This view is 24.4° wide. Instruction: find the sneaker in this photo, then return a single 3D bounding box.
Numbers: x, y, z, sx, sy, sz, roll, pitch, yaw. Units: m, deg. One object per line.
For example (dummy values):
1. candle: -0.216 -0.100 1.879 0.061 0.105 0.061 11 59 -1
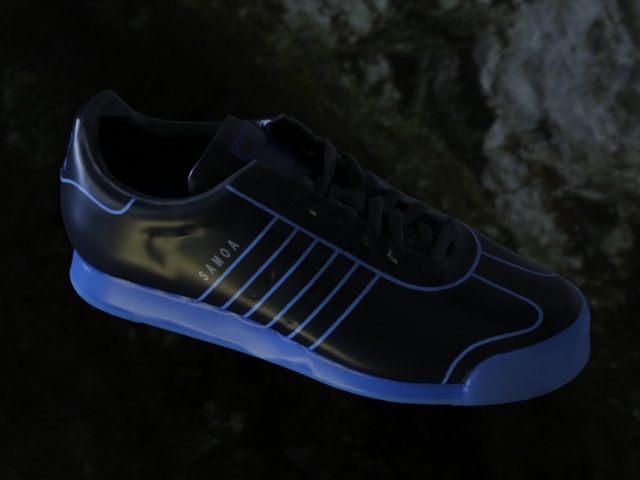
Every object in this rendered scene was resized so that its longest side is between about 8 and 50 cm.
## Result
1. sneaker: 0.000 0.000 0.610 0.232 0.090 0.081 11 -141 10
